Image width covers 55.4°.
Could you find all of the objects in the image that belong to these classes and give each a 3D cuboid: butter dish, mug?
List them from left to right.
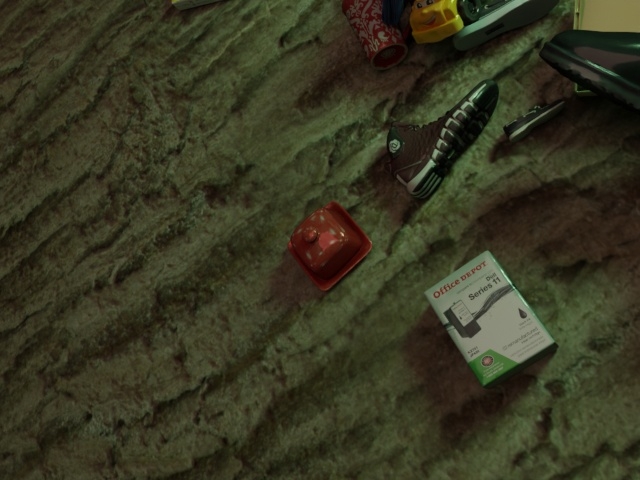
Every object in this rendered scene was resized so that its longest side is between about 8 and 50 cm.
[{"bbox_3d":[0.000,0.000,1.312,0.160,0.118,0.160,-43,61,9],"label":"butter dish"},{"bbox_3d":[0.141,-0.493,1.383,0.150,0.113,0.169,-31,67,32],"label":"mug"}]

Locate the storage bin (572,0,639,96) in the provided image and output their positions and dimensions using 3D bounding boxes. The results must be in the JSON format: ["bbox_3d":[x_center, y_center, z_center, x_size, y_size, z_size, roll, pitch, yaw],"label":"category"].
[{"bbox_3d":[0.599,-0.395,1.094,0.262,0.123,0.260,4,95,27],"label":"storage bin"}]

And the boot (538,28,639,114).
[{"bbox_3d":[0.614,-0.400,0.932,0.367,0.146,0.445,32,109,14],"label":"boot"}]

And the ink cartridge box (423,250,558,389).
[{"bbox_3d":[0.313,0.146,1.134,0.153,0.087,0.208,-37,62,12],"label":"ink cartridge box"}]

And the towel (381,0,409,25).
[{"bbox_3d":[0.194,-0.656,1.289,0.040,0.243,0.336,18,67,19],"label":"towel"}]

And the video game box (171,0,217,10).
[{"bbox_3d":[-0.325,-0.767,1.729,0.187,0.048,0.205,-1,75,24],"label":"video game box"}]

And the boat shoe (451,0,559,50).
[{"bbox_3d":[0.381,-0.484,1.288,0.229,0.080,0.076,-23,67,28],"label":"boat shoe"}]

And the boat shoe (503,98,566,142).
[{"bbox_3d":[0.424,-0.246,1.214,0.125,0.046,0.038,-36,68,23],"label":"boat shoe"}]

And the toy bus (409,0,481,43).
[{"bbox_3d":[0.244,-0.550,1.251,0.149,0.211,0.220,5,57,50],"label":"toy bus"}]

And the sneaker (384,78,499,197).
[{"bbox_3d":[0.231,-0.240,1.276,0.162,0.106,0.281,41,96,32],"label":"sneaker"}]
